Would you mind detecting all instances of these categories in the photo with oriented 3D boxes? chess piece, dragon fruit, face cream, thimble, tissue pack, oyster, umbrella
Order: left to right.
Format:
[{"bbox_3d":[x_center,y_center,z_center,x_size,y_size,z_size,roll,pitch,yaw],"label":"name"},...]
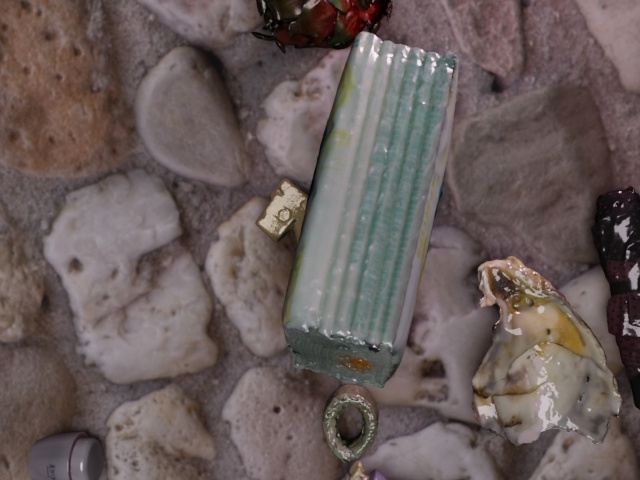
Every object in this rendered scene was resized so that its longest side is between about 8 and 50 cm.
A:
[{"bbox_3d":[-0.386,0.336,1.523,0.095,0.091,0.091,-1,97,10],"label":"face cream"},{"bbox_3d":[0.000,0.000,1.474,0.200,0.090,0.090,40,97,4],"label":"chess piece"},{"bbox_3d":[0.004,-0.345,1.381,0.188,0.182,0.182,-6,97,-16],"label":"dragon fruit"},{"bbox_3d":[0.044,0.276,1.510,0.084,0.062,0.110,11,97,4],"label":"thimble"},{"bbox_3d":[0.066,-0.028,1.296,0.162,0.287,0.388,12,74,5],"label":"tissue pack"},{"bbox_3d":[0.316,0.176,1.469,0.275,0.100,0.271,18,100,-12],"label":"oyster"},{"bbox_3d":[0.455,0.086,1.442,0.090,0.094,0.326,-9,86,-40],"label":"umbrella"}]

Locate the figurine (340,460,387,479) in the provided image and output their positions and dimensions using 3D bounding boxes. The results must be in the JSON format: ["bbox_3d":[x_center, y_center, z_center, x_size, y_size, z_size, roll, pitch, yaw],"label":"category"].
[{"bbox_3d":[0.123,0.444,1.504,0.235,0.127,0.155,27,88,-6],"label":"figurine"}]
